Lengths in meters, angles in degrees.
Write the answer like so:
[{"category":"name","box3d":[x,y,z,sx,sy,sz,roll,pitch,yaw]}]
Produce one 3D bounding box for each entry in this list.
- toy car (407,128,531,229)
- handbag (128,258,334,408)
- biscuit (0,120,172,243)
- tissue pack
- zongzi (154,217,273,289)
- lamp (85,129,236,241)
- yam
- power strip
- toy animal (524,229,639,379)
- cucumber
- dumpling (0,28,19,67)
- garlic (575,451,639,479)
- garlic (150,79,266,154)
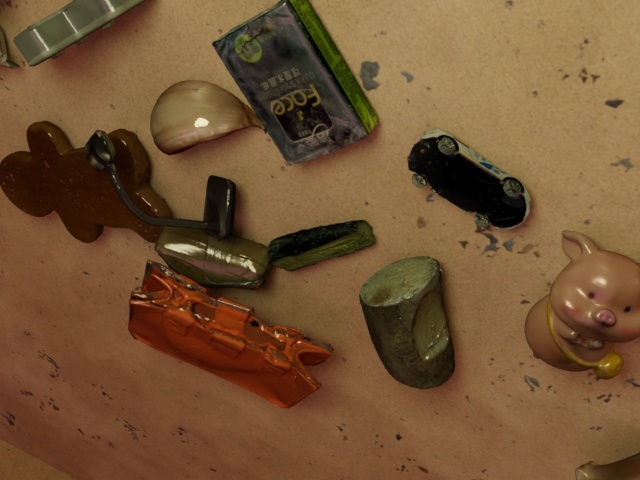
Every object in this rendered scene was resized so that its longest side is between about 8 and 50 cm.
[{"category":"toy car","box3d":[0.227,-0.091,1.077,0.204,0.056,0.095,31,138,-3]},{"category":"handbag","box3d":[-0.199,0.201,1.474,0.409,0.116,0.303,26,154,-6]},{"category":"biscuit","box3d":[-0.506,-0.125,1.485,0.431,0.064,0.283,1,122,29]},{"category":"tissue pack","box3d":[-0.039,-0.242,1.088,0.173,0.073,0.236,-12,120,40]},{"category":"zongzi","box3d":[-0.212,0.067,1.465,0.228,0.115,0.256,17,150,4]},{"category":"lamp","box3d":[-0.304,-0.095,1.297,0.283,0.125,0.203,20,180,-28]},{"category":"yam","box3d":[0.157,0.147,1.277,0.153,0.154,0.255,6,135,27]},{"category":"power strip","box3d":[-0.395,-0.342,1.127,0.264,0.194,0.059,-12,119,39]},{"category":"toy animal","box3d":[0.410,0.121,1.099,0.165,0.149,0.248,16,130,-6]},{"category":"cucumber","box3d":[0.001,-0.002,1.300,0.211,0.062,0.078,-20,150,35]},{"category":"dumpling","box3d":[-0.644,-0.370,1.329,0.111,0.181,0.155,-33,146,10]},{"category":"garlic","box3d":[0.655,0.439,1.246,0.340,0.231,0.246,-51,49,32]},{"category":"garlic","box3d":[-0.214,-0.203,1.203,0.206,0.115,0.128,-3,120,30]}]
